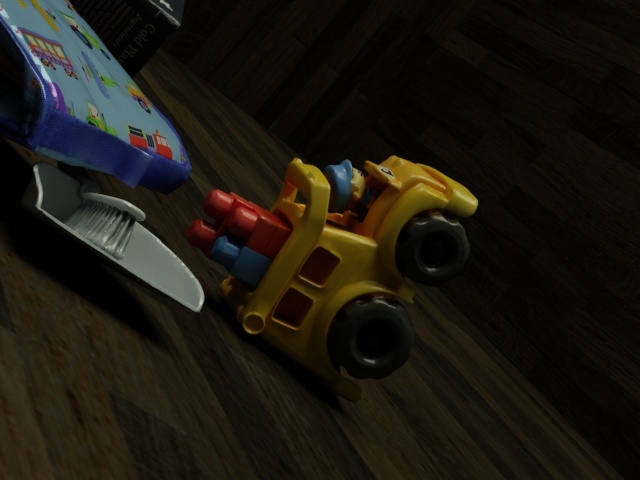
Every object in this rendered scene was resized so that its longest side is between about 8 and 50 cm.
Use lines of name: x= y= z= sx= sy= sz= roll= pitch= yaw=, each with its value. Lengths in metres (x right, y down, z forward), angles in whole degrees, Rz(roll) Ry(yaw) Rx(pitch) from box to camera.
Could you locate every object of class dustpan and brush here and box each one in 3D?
dustpan and brush: x=-0.169 y=-0.024 z=0.976 sx=0.147 sy=0.060 sz=0.211 roll=36 pitch=-10 yaw=-30

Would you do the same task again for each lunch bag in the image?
lunch bag: x=-0.230 y=-0.138 z=1.020 sx=0.293 sy=0.138 sz=0.221 roll=38 pitch=5 yaw=21

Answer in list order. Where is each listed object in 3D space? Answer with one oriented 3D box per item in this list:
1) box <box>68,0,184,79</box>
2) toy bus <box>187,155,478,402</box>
box: x=-0.314 y=-0.322 z=1.419 sx=0.312 sy=0.179 sz=0.343 roll=37 pitch=22 yaw=-19
toy bus: x=0.000 y=0.000 z=1.180 sx=0.211 sy=0.220 sz=0.149 roll=31 pitch=5 yaw=-19
